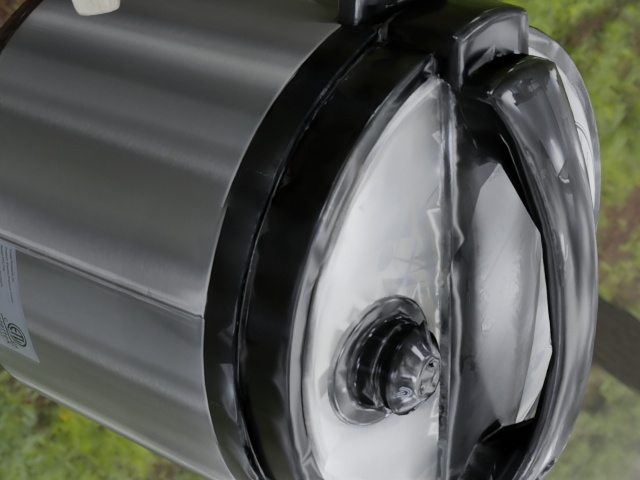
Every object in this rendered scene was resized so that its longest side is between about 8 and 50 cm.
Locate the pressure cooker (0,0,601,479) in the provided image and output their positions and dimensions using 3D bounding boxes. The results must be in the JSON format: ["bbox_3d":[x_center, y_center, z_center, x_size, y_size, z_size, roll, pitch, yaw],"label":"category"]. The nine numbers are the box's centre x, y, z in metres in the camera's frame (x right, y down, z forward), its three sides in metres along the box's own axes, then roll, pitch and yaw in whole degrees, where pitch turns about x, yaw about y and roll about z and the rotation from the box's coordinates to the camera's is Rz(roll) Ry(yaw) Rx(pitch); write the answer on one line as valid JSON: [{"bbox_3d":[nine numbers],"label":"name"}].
[{"bbox_3d":[-0.004,0.004,0.894,0.370,0.420,0.375,43,71,-50],"label":"pressure cooker"}]

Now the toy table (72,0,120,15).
[{"bbox_3d":[-0.160,-0.275,0.770,0.274,0.252,0.161,-20,-152,7],"label":"toy table"}]
